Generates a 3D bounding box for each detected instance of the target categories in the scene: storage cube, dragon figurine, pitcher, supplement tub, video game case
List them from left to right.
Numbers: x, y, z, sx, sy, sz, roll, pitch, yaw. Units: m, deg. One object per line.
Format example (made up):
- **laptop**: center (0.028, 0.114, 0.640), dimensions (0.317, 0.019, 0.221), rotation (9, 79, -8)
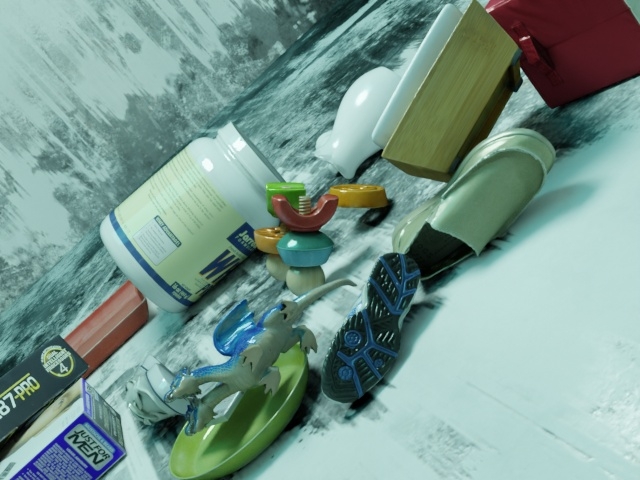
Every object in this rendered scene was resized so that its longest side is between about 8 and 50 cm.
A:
- **supplement tub**: center (-0.226, -0.045, 2.088), dimensions (0.325, 0.235, 0.235), rotation (-40, 17, 4)
- **video game case**: center (-0.126, 0.206, 1.506), dimensions (0.087, 0.011, 0.122), rotation (-26, 23, 44)
- **dragon figurine**: center (-0.083, 0.131, 1.444), dimensions (0.144, 0.085, 0.289), rotation (-6, 38, 52)
- **pitcher**: center (0.081, -0.213, 2.059), dimensions (0.207, 0.125, 0.178), rotation (-53, 2, -1)
- **storage cube**: center (0.381, -0.331, 1.556), dimensions (0.193, 0.183, 0.215), rotation (-21, 26, 46)

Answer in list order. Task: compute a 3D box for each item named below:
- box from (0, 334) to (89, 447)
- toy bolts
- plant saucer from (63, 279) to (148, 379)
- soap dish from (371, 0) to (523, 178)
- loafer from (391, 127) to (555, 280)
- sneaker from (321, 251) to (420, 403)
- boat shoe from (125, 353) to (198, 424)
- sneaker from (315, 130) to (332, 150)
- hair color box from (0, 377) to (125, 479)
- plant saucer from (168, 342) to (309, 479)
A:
- **box**: center (-0.612, 0.362, 1.949), dimensions (0.395, 0.097, 0.318), rotation (-43, 1, 40)
- **toy bolts**: center (0.000, 0.000, 1.747), dimensions (0.218, 0.158, 0.228), rotation (0, 10, 0)
- **plant saucer**: center (-0.461, 0.197, 2.329), dimensions (0.258, 0.047, 0.259), rotation (-43, 16, -4)
- **soap dish**: center (0.183, -0.188, 1.521), dimensions (0.229, 0.118, 0.291), rotation (-60, -11, 4)
- **loafer**: center (0.192, -0.033, 1.391), dimensions (0.268, 0.102, 0.092), rotation (-45, 22, 35)
- **sneaker**: center (0.064, 0.117, 1.361), dimensions (0.211, 0.080, 0.081), rotation (-58, -9, -30)
- **boat shoe**: center (-0.256, 0.239, 1.700), dimensions (0.088, 0.096, 0.267), rotation (-49, 17, -9)
- **sneaker**: center (0.061, -0.219, 2.222), dimensions (0.152, 0.054, 0.061), rotation (-44, 32, 2)
- **hair color box**: center (-0.474, 0.391, 1.779), dimensions (0.339, 0.110, 0.185), rotation (-41, 16, -4)
- **plant saucer**: center (-0.100, 0.233, 1.466), dimensions (0.241, 0.037, 0.241), rotation (-38, 18, 14)
